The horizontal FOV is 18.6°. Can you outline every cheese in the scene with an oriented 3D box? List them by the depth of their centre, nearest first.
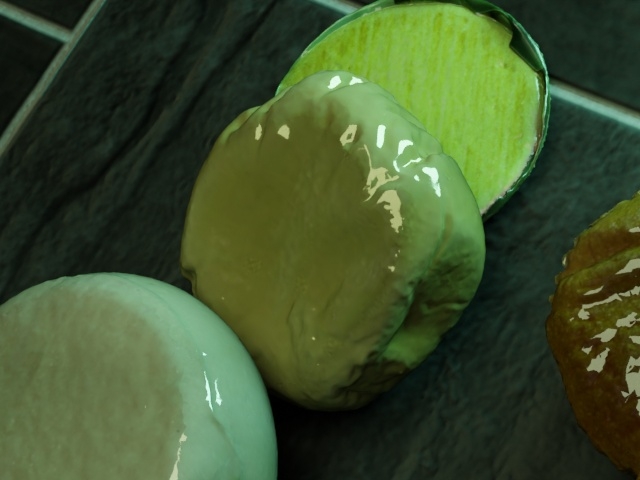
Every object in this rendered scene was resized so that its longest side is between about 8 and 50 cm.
[{"bbox_3d":[0.000,0.000,1.378,0.214,0.117,0.226,46,112,26],"label":"cheese"}]

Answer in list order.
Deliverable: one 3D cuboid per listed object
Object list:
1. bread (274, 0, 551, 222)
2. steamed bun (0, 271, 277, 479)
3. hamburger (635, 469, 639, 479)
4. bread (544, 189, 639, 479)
[{"bbox_3d":[0.065,-0.087,1.475,0.228,0.033,0.229,-9,63,18],"label":"bread"},{"bbox_3d":[-0.148,0.169,1.350,0.283,0.177,0.283,-14,59,25],"label":"steamed bun"},{"bbox_3d":[0.353,0.181,1.017,0.395,0.277,0.396,1,99,6],"label":"hamburger"},{"bbox_3d":[0.277,0.052,1.249,0.253,0.142,0.227,-16,67,13],"label":"bread"}]
